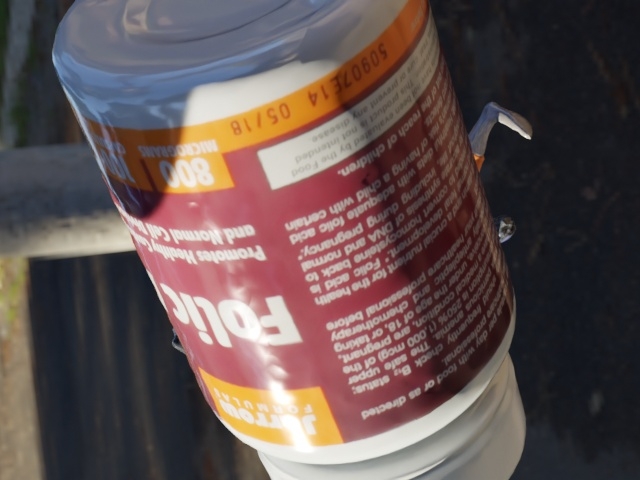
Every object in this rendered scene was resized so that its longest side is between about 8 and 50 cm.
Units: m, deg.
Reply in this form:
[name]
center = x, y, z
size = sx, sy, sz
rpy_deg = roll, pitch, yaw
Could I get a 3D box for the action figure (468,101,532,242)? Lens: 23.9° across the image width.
[action figure]
center = 0.103, -0.046, 1.765
size = 0.178, 0.341, 0.330
rpy_deg = 51, 131, 18

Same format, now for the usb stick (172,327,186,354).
[usb stick]
center = -0.060, -0.017, 1.414
size = 0.278, 0.045, 0.077
rpy_deg = -64, -7, -8

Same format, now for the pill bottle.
[pill bottle]
center = 0.000, 0.000, 0.983
size = 0.224, 0.224, 0.392
rpy_deg = 52, 166, 55
